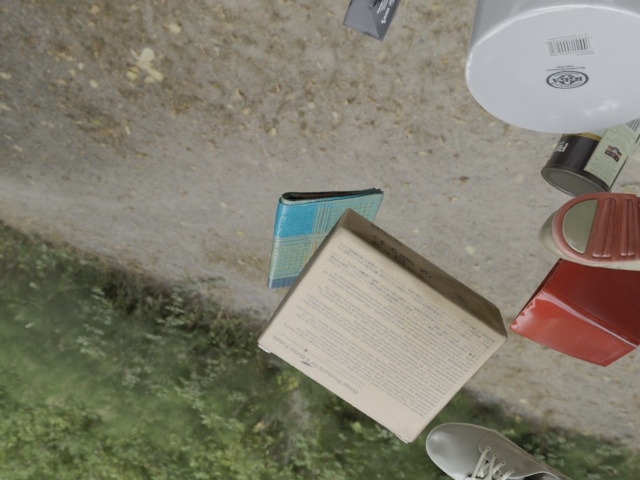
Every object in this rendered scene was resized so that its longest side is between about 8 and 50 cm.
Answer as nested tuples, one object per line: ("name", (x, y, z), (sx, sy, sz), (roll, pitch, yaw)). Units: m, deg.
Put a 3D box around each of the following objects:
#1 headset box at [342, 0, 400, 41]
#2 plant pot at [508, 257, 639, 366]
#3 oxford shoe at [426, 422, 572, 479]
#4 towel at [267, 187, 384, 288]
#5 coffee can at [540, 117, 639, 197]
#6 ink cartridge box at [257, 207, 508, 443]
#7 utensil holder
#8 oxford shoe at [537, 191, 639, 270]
("headset box", (0.153, -0.623, 1.307), (0.110, 0.293, 0.218), (22, 122, -2))
("plant pot", (0.662, 0.149, 1.319), (0.236, 0.267, 0.267), (37, 159, 19))
("oxford shoe", (0.467, 0.602, 1.414), (0.450, 0.169, 0.130), (17, 177, 42))
("towel", (0.000, 0.000, 1.464), (0.272, 0.040, 0.370), (-5, 142, -16))
("coffee can", (0.809, -0.277, 1.593), (0.202, 0.275, 0.201), (30, 178, 1))
("ink cartridge box", (0.073, 0.105, 0.673), (0.235, 0.193, 0.088), (34, -158, -4))
("utensil holder", (0.420, -0.416, 0.883), (0.328, 0.385, 0.327), (14, 162, 5))
("oxford shoe", (0.557, -0.010, 0.875), (0.398, 0.140, 0.146), (8, 175, 3))
